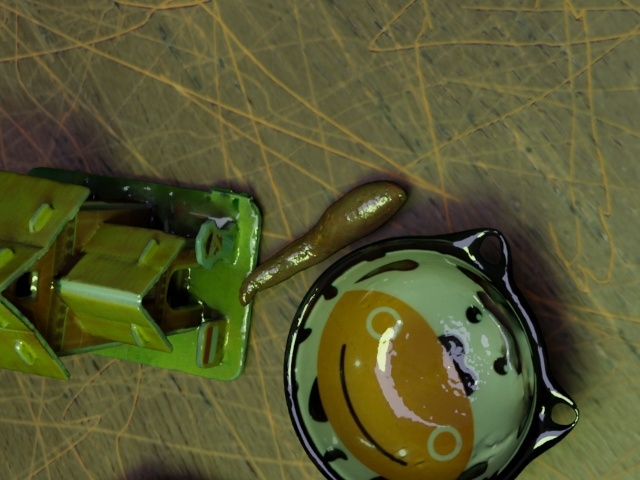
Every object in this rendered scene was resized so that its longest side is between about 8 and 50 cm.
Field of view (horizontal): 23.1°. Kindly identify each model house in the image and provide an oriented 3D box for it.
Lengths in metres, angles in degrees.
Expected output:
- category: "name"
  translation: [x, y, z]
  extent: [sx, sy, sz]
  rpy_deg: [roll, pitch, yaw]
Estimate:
- category: "model house"
  translation: [-0.276, 0.100, 1.600]
  extent: [0.300, 0.323, 0.340]
  rpy_deg: [10, 95, 24]

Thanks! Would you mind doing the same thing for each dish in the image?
- category: "dish"
  translation: [0.112, 0.128, 1.539]
  extent: [0.303, 0.120, 0.303]
  rpy_deg: [1, 92, 24]

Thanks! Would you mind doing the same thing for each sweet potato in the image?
- category: "sweet potato"
  translation: [0.000, 0.000, 1.622]
  extent: [0.214, 0.050, 0.050]
  rpy_deg: [-35, 78, 19]

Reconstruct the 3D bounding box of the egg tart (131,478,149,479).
- category: "egg tart"
  translation: [-0.162, 0.444, 1.655]
  extent: [0.387, 0.169, 0.388]
  rpy_deg: [3, 98, 23]
